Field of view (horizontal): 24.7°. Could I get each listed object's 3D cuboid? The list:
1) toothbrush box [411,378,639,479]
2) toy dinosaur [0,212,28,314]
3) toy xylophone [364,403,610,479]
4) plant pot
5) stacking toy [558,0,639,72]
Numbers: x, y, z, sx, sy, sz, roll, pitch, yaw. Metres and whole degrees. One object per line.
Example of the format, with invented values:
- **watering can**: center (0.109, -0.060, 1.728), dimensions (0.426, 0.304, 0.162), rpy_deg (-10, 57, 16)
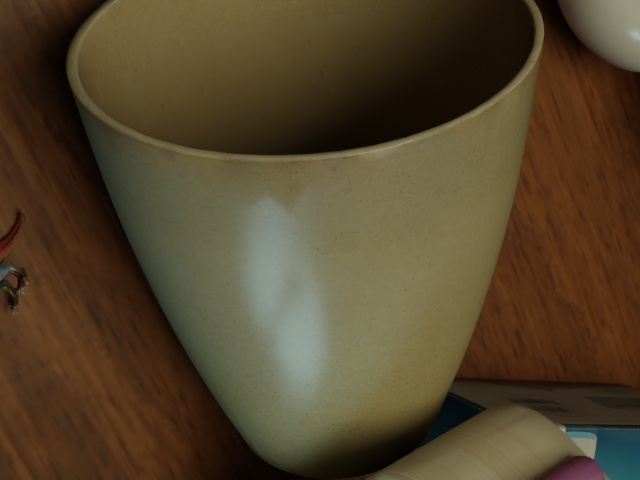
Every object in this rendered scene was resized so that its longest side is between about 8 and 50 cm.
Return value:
- **toothbrush box**: center (0.162, 0.259, 1.065), dimensions (0.216, 0.126, 0.295), rpy_deg (7, 98, -32)
- **toy dinosaur**: center (-0.216, 0.029, 0.850), dimensions (0.082, 0.047, 0.090), rpy_deg (5, 65, -23)
- **toy xylophone**: center (0.010, 0.205, 0.874), dimensions (0.236, 0.322, 0.081), rpy_deg (-23, 75, -37)
- **plant pot**: center (0.000, 0.000, 0.860), dimensions (0.256, 0.256, 0.274), rpy_deg (-23, 128, -25)
- **stacking toy**: center (0.384, -0.126, 1.059), dimensions (0.480, 0.350, 0.350), rpy_deg (23, 88, -15)
